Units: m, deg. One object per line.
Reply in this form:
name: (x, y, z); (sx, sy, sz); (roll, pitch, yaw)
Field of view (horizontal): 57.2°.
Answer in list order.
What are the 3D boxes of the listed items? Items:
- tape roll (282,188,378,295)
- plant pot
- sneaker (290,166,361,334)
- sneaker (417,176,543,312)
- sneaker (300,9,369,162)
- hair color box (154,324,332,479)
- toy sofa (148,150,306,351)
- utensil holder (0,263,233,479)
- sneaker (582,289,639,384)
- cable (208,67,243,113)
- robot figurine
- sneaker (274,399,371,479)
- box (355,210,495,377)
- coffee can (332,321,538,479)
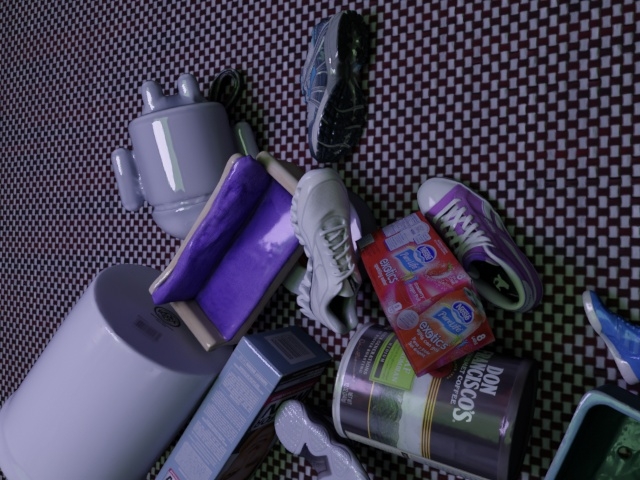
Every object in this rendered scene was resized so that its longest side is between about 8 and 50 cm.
tape roll: (0.000, 0.000, 1.137); (0.219, 0.072, 0.220); (-1, 87, 31)
plant pot: (0.436, 0.336, 0.763); (0.247, 0.252, 0.248); (26, 102, 29)
sneaker: (0.021, 0.023, 0.966); (0.118, 0.110, 0.292); (-137, 37, -54)
sneaker: (0.243, -0.005, 0.941); (0.102, 0.161, 0.282); (-48, 66, 20)
sneaker: (0.017, -0.290, 1.133); (0.122, 0.110, 0.283); (11, 92, 48)
hair color box: (-0.151, 0.352, 1.153); (0.113, 0.185, 0.375); (40, 109, 24)
toy sofa: (-0.142, 0.025, 1.078); (0.150, 0.177, 0.363); (44, 109, 25)
utensil holder: (-0.402, 0.285, 1.172); (0.327, 0.327, 0.386); (46, 108, 23)
sneaker: (0.459, 0.130, 0.866); (0.084, 0.058, 0.152); (-33, 77, 32)
cable: (-0.266, -0.248, 1.302); (0.287, 0.072, 0.140); (-43, 74, 23)
robot figurine: (-0.267, -0.153, 1.204); (0.299, 0.200, 0.354); (-14, 100, -9)
sneaker: (0.045, 0.385, 1.050); (0.268, 0.153, 0.101); (43, 110, 35)
box: (0.153, 0.072, 0.917); (0.128, 0.257, 0.123); (-26, 115, 4)
coffee can: (0.185, 0.257, 0.938); (0.275, 0.201, 0.202); (9, 94, 28)
